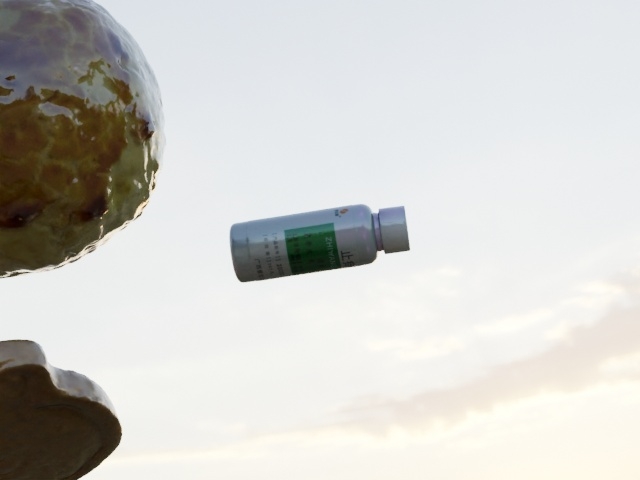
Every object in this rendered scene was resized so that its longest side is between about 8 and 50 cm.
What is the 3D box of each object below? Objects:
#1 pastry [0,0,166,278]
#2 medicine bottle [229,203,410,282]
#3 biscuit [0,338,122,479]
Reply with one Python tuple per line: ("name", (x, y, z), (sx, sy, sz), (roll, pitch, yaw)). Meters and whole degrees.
("pastry", (-0.378, -0.145, 1.510), (0.388, 0.389, 0.313), (-8, -32, -3))
("medicine bottle", (0.000, 0.000, 1.802), (0.260, 0.095, 0.095), (-10, -20, 5))
("biscuit", (-0.425, 0.238, 1.371), (0.385, 0.062, 0.365), (-21, -33, 2))
